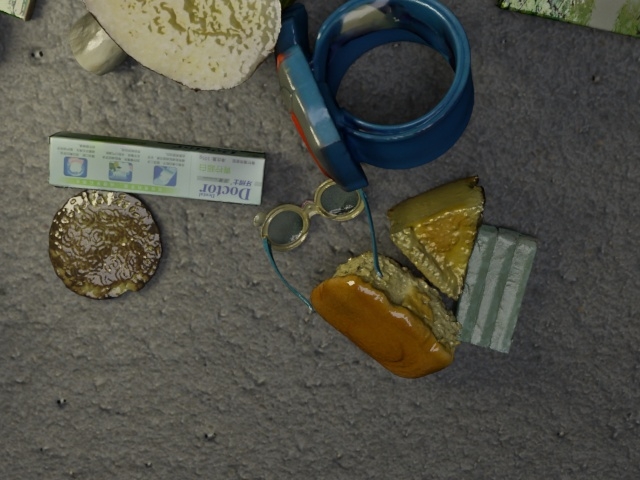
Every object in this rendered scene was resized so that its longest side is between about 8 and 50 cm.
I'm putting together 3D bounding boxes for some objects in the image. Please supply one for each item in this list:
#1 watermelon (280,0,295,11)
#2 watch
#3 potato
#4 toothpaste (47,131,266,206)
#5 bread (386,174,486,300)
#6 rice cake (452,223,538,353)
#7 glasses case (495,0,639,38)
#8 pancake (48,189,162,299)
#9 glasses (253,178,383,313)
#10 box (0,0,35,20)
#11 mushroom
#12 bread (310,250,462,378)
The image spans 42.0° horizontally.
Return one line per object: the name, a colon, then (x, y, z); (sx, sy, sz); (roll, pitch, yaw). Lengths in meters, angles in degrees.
watermelon: (-0.060, -0.425, 1.234); (0.087, 0.069, 0.163); (-20, 89, -11)
watch: (0.078, -0.254, 1.244); (0.275, 0.241, 0.305); (-23, 73, 7)
potato: (-0.194, -0.356, 1.181); (0.299, 0.116, 0.239); (34, 99, -17)
toothpaste: (-0.257, -0.114, 1.333); (0.337, 0.067, 0.081); (5, 105, -4)
bread: (0.220, -0.014, 1.340); (0.160, 0.140, 0.169); (-38, 108, 20)
rice cake: (0.295, 0.081, 1.422); (0.124, 0.038, 0.211); (15, 104, -6)
glasses case: (0.415, -0.378, 1.285); (0.272, 0.062, 0.095); (11, 111, -5)
pancake: (-0.358, 0.008, 1.387); (0.199, 0.021, 0.199); (-1, 106, -2)
glasses: (0.012, 0.018, 1.324); (0.190, 0.220, 0.088); (-28, 142, 7)
box: (-0.534, -0.433, 1.249); (0.235, 0.034, 0.132); (19, 103, -6)
mushroom: (-0.289, -0.351, 1.257); (0.223, 0.092, 0.081); (-48, 145, 14)
bread: (0.108, 0.123, 1.365); (0.245, 0.121, 0.174); (38, 142, -15)
